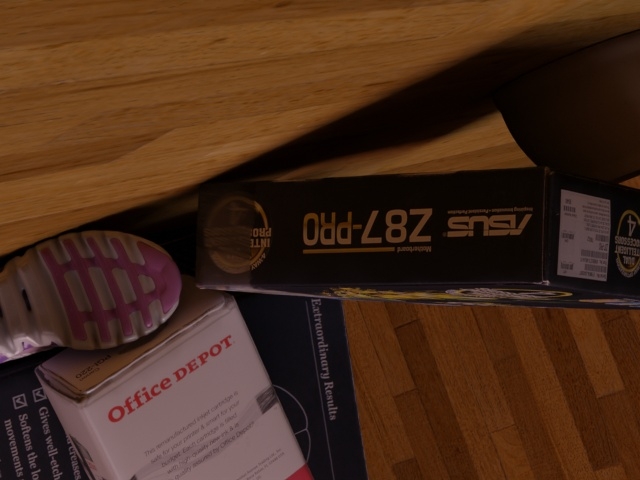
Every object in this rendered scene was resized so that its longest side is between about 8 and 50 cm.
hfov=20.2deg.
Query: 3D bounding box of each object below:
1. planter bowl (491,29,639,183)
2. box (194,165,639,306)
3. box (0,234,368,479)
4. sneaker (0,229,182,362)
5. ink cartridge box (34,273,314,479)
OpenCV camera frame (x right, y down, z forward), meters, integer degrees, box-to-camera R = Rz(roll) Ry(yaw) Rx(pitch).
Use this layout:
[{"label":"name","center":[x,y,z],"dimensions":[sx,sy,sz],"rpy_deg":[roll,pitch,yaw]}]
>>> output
[{"label":"planter bowl","center":[0.239,-0.101,1.525],"dimensions":[0.162,0.109,0.162],"rpy_deg":[-20,176,-1]},{"label":"box","center":[0.139,0.006,1.479],"dimensions":[0.318,0.097,0.395],"rpy_deg":[1,177,34]},{"label":"box","center":[-0.177,0.188,1.639],"dimensions":[0.395,0.293,0.212],"rpy_deg":[-18,-160,-27]},{"label":"sneaker","center":[-0.226,0.051,1.445],"dimensions":[0.236,0.095,0.104],"rpy_deg":[-15,-179,3]},{"label":"ink cartridge box","center":[-0.116,0.161,1.488],"dimensions":[0.158,0.218,0.092],"rpy_deg":[-33,-150,-22]}]
